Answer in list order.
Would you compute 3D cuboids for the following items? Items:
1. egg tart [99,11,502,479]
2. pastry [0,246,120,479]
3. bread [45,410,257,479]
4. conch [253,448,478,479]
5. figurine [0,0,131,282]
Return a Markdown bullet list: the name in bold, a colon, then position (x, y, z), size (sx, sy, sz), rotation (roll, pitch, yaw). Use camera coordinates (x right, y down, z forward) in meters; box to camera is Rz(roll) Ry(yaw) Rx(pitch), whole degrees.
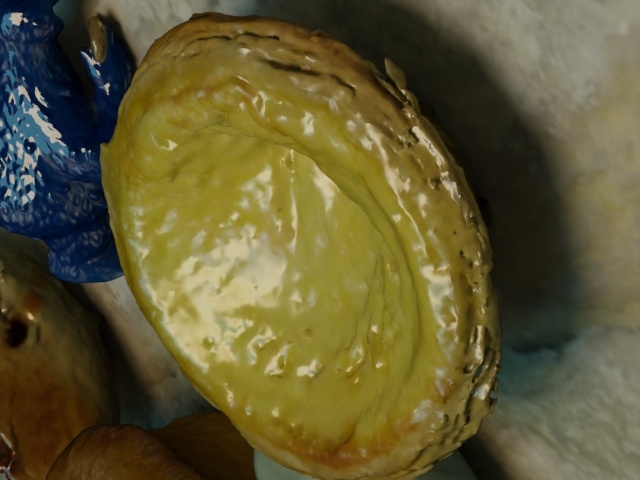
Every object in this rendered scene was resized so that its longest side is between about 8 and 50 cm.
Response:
- **egg tart**: position (0.000, 0.000, 0.971), size (0.315, 0.120, 0.315), rotation (23, 126, 35)
- **pastry**: position (-0.269, 0.110, 1.411), size (0.256, 0.170, 0.237), rotation (50, 170, -16)
- **bread**: position (-0.077, 0.228, 1.214), size (0.340, 0.194, 0.179), rotation (29, 118, 44)
- **conch**: position (0.050, 0.191, 1.082), size (0.221, 0.185, 0.121), rotation (47, 112, 0)
- **figurine**: position (-0.207, -0.085, 1.165), size (0.164, 0.120, 0.262), rotation (24, 137, 42)
